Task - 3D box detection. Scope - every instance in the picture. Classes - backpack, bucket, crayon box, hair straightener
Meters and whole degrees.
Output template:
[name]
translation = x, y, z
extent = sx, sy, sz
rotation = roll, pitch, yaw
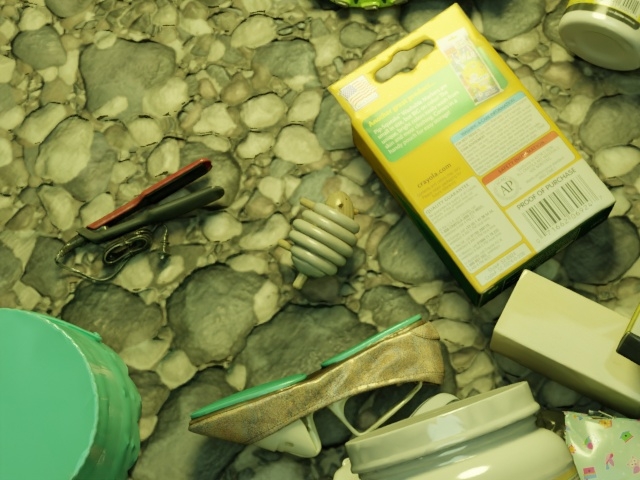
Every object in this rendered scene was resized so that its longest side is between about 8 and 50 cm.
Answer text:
[backpack]
translation = 0.332, 0.264, 1.482
extent = 0.182, 0.115, 0.152
rotation = 4, 72, 4
[bucket]
translation = -0.353, 0.211, 1.512
extent = 0.281, 0.183, 0.281
rotation = -1, 73, 4
[crayon box]
translation = 0.182, -0.107, 1.621
extent = 0.203, 0.083, 0.323
rotation = -34, 75, -6
[hair straightener]
translation = -0.223, -0.014, 1.641
extent = 0.230, 0.047, 0.089
rotation = -27, 73, -4

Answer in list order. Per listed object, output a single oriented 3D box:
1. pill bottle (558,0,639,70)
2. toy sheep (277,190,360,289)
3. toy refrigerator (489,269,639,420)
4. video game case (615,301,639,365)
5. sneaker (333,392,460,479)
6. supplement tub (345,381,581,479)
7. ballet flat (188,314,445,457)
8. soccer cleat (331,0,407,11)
[pill bottle]
translation = 0.392, -0.330, 1.653
extent = 0.119, 0.119, 0.208
rotation = 24, 77, 11
[toy sheep]
translation = 0.000, 0.000, 1.604
extent = 0.091, 0.091, 0.132
rotation = 26, 91, 11
[toy refrigerator]
translation = 0.340, 0.136, 1.527
extent = 0.269, 0.102, 0.094
rotation = 25, 77, 12
[video game case]
translation = 0.491, 0.120, 1.477
extent = 0.275, 0.035, 0.248
rotation = 29, 37, 12
[sneaker]
translation = 0.067, 0.270, 1.514
extent = 0.091, 0.094, 0.258
rotation = 20, 58, 42
[supplement tub]
translation = 0.173, 0.334, 1.351
extent = 0.241, 0.241, 0.331
rotation = -18, 83, -1
[ballet flat]
translation = 0.004, 0.192, 1.538
extent = 0.316, 0.107, 0.106
rotation = -23, 87, -2
[soccer cleat]
translation = 0.110, -0.369, 1.716
extent = 0.289, 0.093, 0.121
rotation = -2, 43, 8
